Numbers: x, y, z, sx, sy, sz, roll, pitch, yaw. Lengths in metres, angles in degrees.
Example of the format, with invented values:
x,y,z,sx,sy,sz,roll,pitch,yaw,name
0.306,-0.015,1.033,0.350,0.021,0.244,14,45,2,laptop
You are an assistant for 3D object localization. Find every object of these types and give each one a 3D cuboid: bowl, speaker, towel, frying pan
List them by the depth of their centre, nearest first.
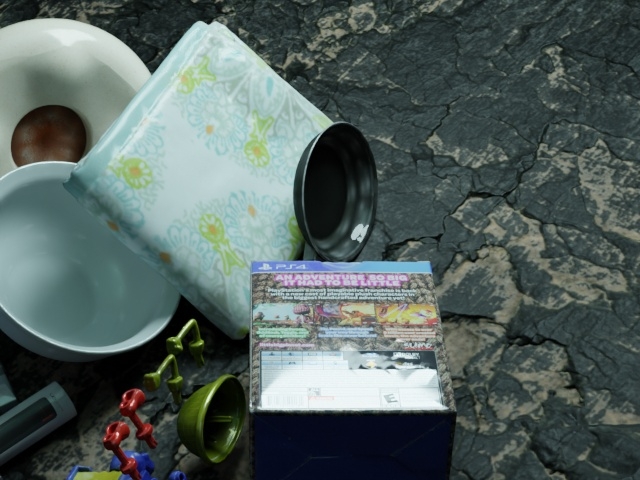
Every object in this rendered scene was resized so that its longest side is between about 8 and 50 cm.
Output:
x,y,z,sx,sy,sz,roll,pitch,yaw,name
-0.383,0.239,1.784,0.136,0.055,0.055,-33,50,-22,speaker
-0.344,0.051,1.866,0.297,0.134,0.298,18,50,-22,bowl
0.016,-0.001,1.920,0.053,0.326,0.197,4,0,33,frying pan
-0.137,-0.097,1.922,0.320,0.090,0.374,41,54,-10,towel

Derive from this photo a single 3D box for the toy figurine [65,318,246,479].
x,y,z,sx,sy,sz,roll,pitch,yaw,name
-0.254,0.277,1.637,0.217,0.191,0.363,-16,30,30,toy figurine

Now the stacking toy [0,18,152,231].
x,y,z,sx,sy,sz,roll,pitch,yaw,name
-0.466,-0.201,2.115,0.350,0.351,0.480,-26,29,-16,stacking toy

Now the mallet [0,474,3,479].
x,y,z,sx,sy,sz,roll,pitch,yaw,name
-0.489,0.335,1.727,0.189,0.039,0.062,-31,47,-26,mallet

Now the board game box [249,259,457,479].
x,y,z,sx,sy,sz,roll,pitch,yaw,name
0.029,0.163,1.672,0.232,0.141,0.291,1,35,-2,board game box

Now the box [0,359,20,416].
x,y,z,sx,sy,sz,roll,pitch,yaw,name
-0.499,0.180,1.851,0.145,0.038,0.186,-26,58,-13,box
